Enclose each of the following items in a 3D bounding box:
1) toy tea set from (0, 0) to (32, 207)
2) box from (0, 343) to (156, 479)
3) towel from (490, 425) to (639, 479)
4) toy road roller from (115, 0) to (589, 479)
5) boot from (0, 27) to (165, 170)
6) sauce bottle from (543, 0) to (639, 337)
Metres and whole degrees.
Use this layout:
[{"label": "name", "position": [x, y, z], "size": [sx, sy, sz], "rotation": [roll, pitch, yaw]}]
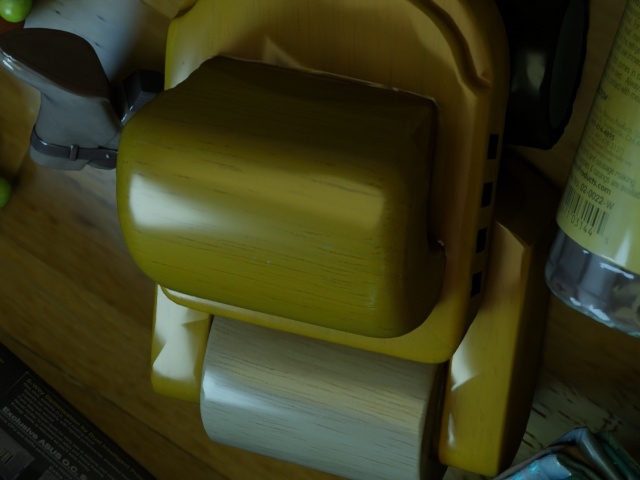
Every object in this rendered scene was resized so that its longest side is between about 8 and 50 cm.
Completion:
[{"label": "toy tea set", "position": [-0.307, -0.151, 1.107], "size": [0.336, 0.124, 0.200], "rotation": [30, 150, 3]}, {"label": "box", "position": [-0.220, 0.168, 1.121], "size": [0.307, 0.242, 0.076], "rotation": [41, 121, -1]}, {"label": "towel", "position": [0.126, 0.275, 1.076], "size": [0.271, 0.040, 0.370], "rotation": [49, 140, 1]}, {"label": "toy road roller", "position": [0.000, 0.000, 0.959], "size": [0.202, 0.240, 0.330], "rotation": [13, 117, 16]}, {"label": "boot", "position": [-0.141, -0.072, 1.068], "size": [0.118, 0.042, 0.087], "rotation": [16, 142, -28]}, {"label": "sauce bottle", "position": [0.203, -0.119, 0.897], "size": [0.111, 0.111, 0.344], "rotation": [20, 112, 12]}]
